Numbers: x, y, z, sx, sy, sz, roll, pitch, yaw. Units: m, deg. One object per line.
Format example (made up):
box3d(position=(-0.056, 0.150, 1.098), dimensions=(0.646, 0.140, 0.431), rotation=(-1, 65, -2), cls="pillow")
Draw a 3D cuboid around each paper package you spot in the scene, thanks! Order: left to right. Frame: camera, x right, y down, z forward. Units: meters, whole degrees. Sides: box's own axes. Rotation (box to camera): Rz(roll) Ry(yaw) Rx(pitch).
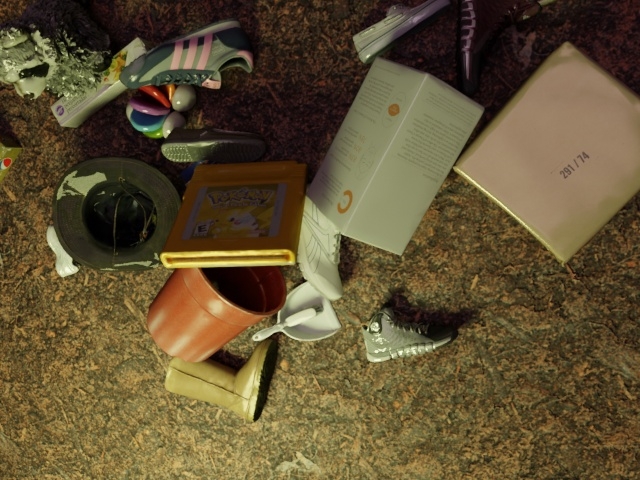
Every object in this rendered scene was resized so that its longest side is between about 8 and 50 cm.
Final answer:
box3d(position=(0.489, -0.175, 1.122), dimensions=(0.309, 0.168, 0.325), rotation=(42, 106, 6), cls="paper package")

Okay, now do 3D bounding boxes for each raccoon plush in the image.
box3d(position=(-0.701, -0.528, 1.289), dimensions=(0.216, 0.299, 0.447), rotation=(-31, 77, 17), cls="raccoon plush")

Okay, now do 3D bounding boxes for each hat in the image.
box3d(position=(-0.510, -0.076, 1.424), dimensions=(0.331, 0.134, 0.332), rotation=(-1, 106, -2), cls="hat")

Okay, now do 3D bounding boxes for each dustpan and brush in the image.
box3d(position=(-0.073, 0.203, 1.379), dimensions=(0.211, 0.060, 0.147), rotation=(-25, 90, 16), cls="dustpan and brush")

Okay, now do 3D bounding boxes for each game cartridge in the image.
box3d(position=(-0.179, -0.071, 1.230), dimensions=(0.285, 0.324, 0.053), rotation=(-2, 134, 7), cls="game cartridge")

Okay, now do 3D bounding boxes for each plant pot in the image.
box3d(position=(-0.269, 0.142, 1.331), dimensions=(0.272, 0.272, 0.265), rotation=(49, 116, 4), cls="plant pot")

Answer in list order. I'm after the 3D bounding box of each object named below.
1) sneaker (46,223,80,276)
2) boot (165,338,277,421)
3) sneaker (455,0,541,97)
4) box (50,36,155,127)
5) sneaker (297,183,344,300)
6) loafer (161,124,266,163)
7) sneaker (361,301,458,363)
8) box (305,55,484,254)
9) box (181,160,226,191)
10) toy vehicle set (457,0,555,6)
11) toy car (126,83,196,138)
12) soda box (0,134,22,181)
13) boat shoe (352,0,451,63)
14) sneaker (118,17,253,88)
box3d(position=(-0.720, 0.023, 1.541), dimensions=(0.061, 0.054, 0.152), rotation=(-14, 100, 7), cls="sneaker")
box3d(position=(-0.265, 0.333, 1.438), dimensions=(0.269, 0.089, 0.236), rotation=(17, 95, 16), cls="boot")
box3d(position=(0.359, -0.428, 1.100), dimensions=(0.162, 0.106, 0.282), rotation=(3, 85, 9), cls="sneaker")
box3d(position=(-0.560, -0.407, 1.428), dimensions=(0.324, 0.067, 0.063), rotation=(-30, 88, 18), cls="box")
box3d(position=(0.000, 0.000, 1.312), dimensions=(0.129, 0.111, 0.297), rotation=(-21, 92, 12), cls="sneaker")
box3d(position=(-0.258, -0.246, 1.338), dimensions=(0.251, 0.094, 0.087), rotation=(1, 60, -6), cls="loafer")
box3d(position=(0.199, 0.203, 1.295), dimensions=(0.228, 0.086, 0.132), rotation=(-19, 90, 18), cls="sneaker")
box3d(position=(0.145, -0.181, 1.163), dimensions=(0.168, 0.215, 0.345), rotation=(20, 107, -31), cls="box")
box3d(position=(-0.261, -0.112, 1.403), dimensions=(0.136, 0.036, 0.225), rotation=(-32, 87, 17), cls="box")
box3d(position=(0.418, -0.566, 1.155), dimensions=(0.266, 0.035, 0.166), rotation=(-20, 92, 17), cls="toy vehicle set")
box3d(position=(-0.411, -0.342, 1.359), dimensions=(0.159, 0.136, 0.182), rotation=(26, 103, 10), cls="toy car")
box3d(position=(-0.932, -0.212, 1.557), dimensions=(0.058, 0.061, 0.181), rotation=(43, 106, 6), cls="soda box")
box3d(position=(0.171, -0.484, 1.209), dimensions=(0.226, 0.083, 0.076), rotation=(-28, 91, 18), cls="boat shoe")
box3d(position=(-0.300, -0.403, 1.276), dimensions=(0.319, 0.112, 0.131), rotation=(-30, 98, -15), cls="sneaker")
